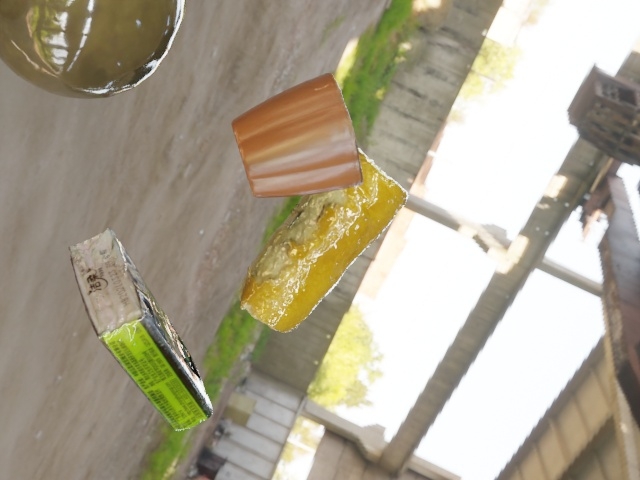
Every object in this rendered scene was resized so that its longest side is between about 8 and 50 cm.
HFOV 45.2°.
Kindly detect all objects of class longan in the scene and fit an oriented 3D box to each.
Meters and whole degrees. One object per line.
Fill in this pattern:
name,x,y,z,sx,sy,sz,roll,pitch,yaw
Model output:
longan,-0.282,-0.295,0.905,0.258,0.258,0.258,25,90,-88

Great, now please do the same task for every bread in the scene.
bread,0.000,0.000,1.514,0.375,0.165,0.236,-49,175,9

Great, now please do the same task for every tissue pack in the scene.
tissue pack,-0.229,0.120,0.990,0.073,0.173,0.235,-28,136,-9

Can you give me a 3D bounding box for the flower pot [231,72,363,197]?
flower pot,-0.041,-0.152,1.195,0.190,0.173,0.191,164,-90,-85
